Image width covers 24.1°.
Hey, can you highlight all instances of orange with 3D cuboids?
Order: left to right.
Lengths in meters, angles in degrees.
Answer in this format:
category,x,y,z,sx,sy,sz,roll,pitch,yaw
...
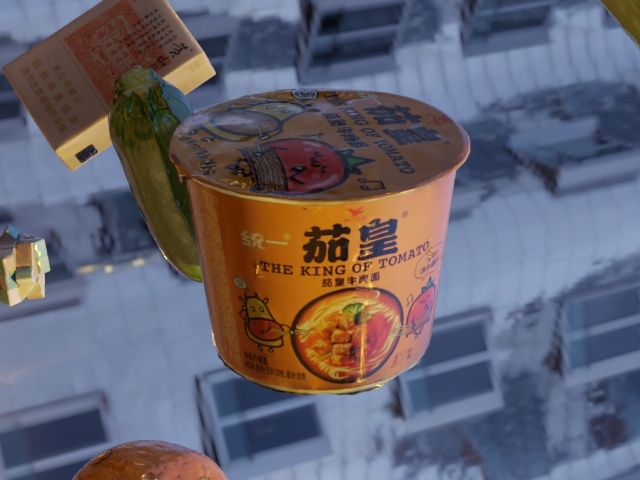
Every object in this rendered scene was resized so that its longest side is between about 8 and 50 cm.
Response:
category,x,y,z,sx,sy,sz,roll,pitch,yaw
orange,-0.230,0.388,1.993,0.246,0.246,0.246,41,-43,53

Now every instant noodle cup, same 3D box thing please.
category,x,y,z,sx,sy,sz,roll,pitch,yaw
instant noodle cup,0.000,0.000,1.098,0.216,0.216,0.172,41,-42,54

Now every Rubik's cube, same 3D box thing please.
category,x,y,z,sx,sy,sz,roll,pitch,yaw
Rubik's cube,-0.340,0.030,1.692,0.084,0.073,0.075,30,-52,30

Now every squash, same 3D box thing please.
category,x,y,z,sx,sy,sz,roll,pitch,yaw
squash,-0.118,-0.050,1.206,0.077,0.068,0.219,41,-23,42

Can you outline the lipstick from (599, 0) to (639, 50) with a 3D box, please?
category,x,y,z,sx,sy,sz,roll,pitch,yaw
lipstick,0.172,-0.178,0.855,0.304,0.076,0.076,53,-29,11

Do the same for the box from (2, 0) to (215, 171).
category,x,y,z,sx,sy,sz,roll,pitch,yaw
box,-0.239,-0.190,1.691,0.141,0.201,0.058,56,-3,24
